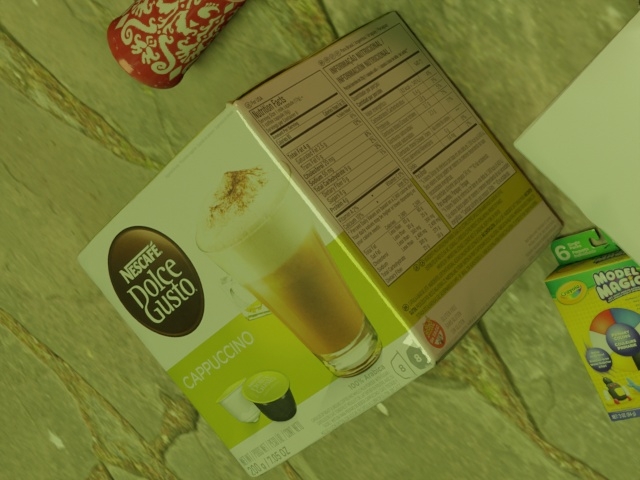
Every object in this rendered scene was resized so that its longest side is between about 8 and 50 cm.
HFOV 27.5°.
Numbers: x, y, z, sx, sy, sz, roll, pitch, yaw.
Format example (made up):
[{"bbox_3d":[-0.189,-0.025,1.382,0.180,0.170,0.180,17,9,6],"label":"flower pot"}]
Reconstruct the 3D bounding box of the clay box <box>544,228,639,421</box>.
[{"bbox_3d":[0.348,0.092,1.492,0.127,0.053,0.222,-19,104,40],"label":"clay box"}]

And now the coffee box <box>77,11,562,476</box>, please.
[{"bbox_3d":[0.000,0.000,1.491,0.334,0.338,0.338,52,131,0],"label":"coffee box"}]

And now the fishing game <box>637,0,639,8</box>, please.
[{"bbox_3d":[0.322,-0.367,1.261,0.189,0.041,0.264,42,130,7],"label":"fishing game"}]

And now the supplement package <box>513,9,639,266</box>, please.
[{"bbox_3d":[0.356,-0.130,1.221,0.199,0.263,0.198,45,132,5],"label":"supplement package"}]

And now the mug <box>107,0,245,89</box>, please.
[{"bbox_3d":[-0.182,-0.293,1.609,0.150,0.113,0.169,51,129,-2],"label":"mug"}]
